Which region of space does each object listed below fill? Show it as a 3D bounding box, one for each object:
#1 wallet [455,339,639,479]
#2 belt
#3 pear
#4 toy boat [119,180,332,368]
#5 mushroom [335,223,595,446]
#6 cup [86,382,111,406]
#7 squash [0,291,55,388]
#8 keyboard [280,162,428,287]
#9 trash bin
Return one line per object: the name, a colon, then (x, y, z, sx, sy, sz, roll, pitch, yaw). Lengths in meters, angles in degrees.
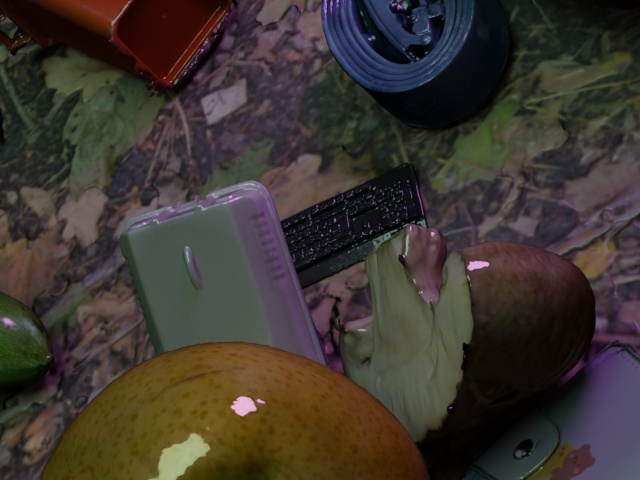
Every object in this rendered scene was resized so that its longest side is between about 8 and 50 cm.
wallet: (0.175, 0.187, 1.348, 0.231, 0.069, 0.170, -42, 30, 0)
belt: (0.082, -0.189, 1.632, 0.141, 0.082, 0.190, -39, 49, 10)
pear: (-0.060, 0.221, 1.298, 0.314, 0.314, 0.314, -16, 55, 24)
toy boat: (-0.058, 0.088, 1.491, 0.141, 0.269, 0.141, -21, 18, 7)
mushroom: (0.119, 0.066, 1.395, 0.286, 0.151, 0.156, 144, 116, -67)
cup: (-0.131, 0.153, 1.574, 0.116, 0.074, 0.104, -20, 74, 26)
squash: (-0.412, 0.080, 1.774, 0.395, 0.107, 0.107, 3, 64, 35)
keyboard: (-0.001, -0.001, 1.614, 0.196, 0.015, 0.074, -24, 52, 19)
trash bin: (-0.223, -0.244, 1.818, 0.239, 0.161, 0.184, 34, 84, 38)
